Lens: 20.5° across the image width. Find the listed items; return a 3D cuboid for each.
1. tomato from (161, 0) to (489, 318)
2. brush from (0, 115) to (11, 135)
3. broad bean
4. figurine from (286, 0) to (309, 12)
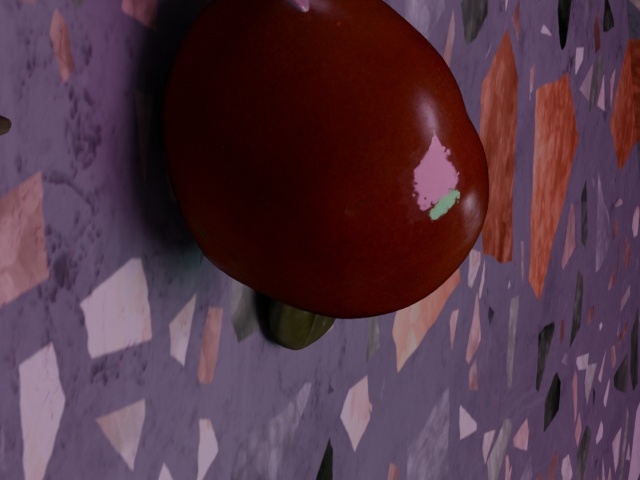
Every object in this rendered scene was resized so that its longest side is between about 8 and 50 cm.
[{"bbox_3d":[-0.005,-0.069,1.415,0.226,0.298,0.299,-31,136,-16],"label":"tomato"},{"bbox_3d":[-0.255,-0.067,1.003,0.248,0.043,0.036,-21,108,-67],"label":"brush"},{"bbox_3d":[-0.003,0.000,1.676,0.153,0.072,0.207,33,64,-61],"label":"broad bean"},{"bbox_3d":[-0.064,-0.316,1.294,0.284,0.206,0.316,82,16,-46],"label":"figurine"}]
